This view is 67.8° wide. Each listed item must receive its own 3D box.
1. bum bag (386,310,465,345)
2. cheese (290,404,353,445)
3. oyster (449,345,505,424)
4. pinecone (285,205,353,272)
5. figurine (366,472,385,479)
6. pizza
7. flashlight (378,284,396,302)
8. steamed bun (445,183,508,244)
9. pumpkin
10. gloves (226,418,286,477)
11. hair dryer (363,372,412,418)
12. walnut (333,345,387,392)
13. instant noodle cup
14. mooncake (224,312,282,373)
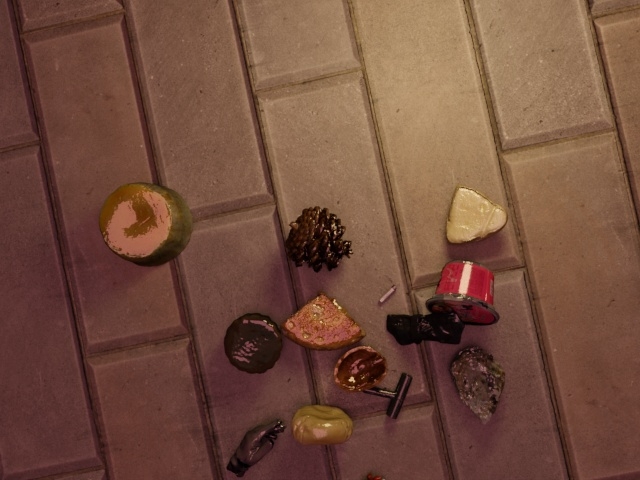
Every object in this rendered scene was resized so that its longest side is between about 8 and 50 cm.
[{"bbox_3d":[0.387,0.329,1.767,0.310,0.074,0.137,-10,109,38],"label":"bum bag"},{"bbox_3d":[0.007,0.686,1.761,0.225,0.214,0.117,0,85,10],"label":"cheese"},{"bbox_3d":[0.601,0.531,1.783,0.198,0.112,0.268,-36,91,2],"label":"oyster"},{"bbox_3d":[-0.008,0.008,1.762,0.243,0.243,0.257,-44,92,1],"label":"pinecone"},{"bbox_3d":[0.198,0.994,1.776,0.160,0.183,0.226,5,77,-6],"label":"figurine"},{"bbox_3d":[0.011,0.309,1.827,0.335,0.086,0.226,3,85,1],"label":"pizza"},{"bbox_3d":[0.262,0.206,1.848,0.083,0.018,0.018,-45,88,2],"label":"flashlight"},{"bbox_3d":[0.588,-0.079,1.792,0.212,0.110,0.231,15,93,20],"label":"steamed bun"},{"bbox_3d":[-0.678,-0.059,1.812,0.332,0.199,0.333,0,92,3],"label":"pumpkin"},{"bbox_3d":[-0.246,0.787,1.813,0.285,0.142,0.119,-43,115,1],"label":"gloves"},{"bbox_3d":[0.235,0.566,1.835,0.194,0.050,0.173,23,87,6],"label":"hair dryer"},{"bbox_3d":[0.148,0.480,1.816,0.211,0.087,0.167,-24,95,4],"label":"walnut"},{"bbox_3d":[0.527,0.182,1.734,0.258,0.302,0.182,21,67,-8],"label":"instant noodle cup"},{"bbox_3d":[-0.253,0.387,1.821,0.228,0.124,0.228,0,94,0],"label":"mooncake"}]
